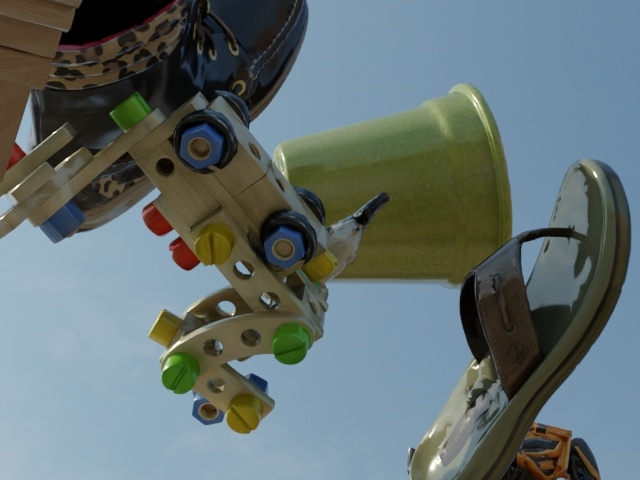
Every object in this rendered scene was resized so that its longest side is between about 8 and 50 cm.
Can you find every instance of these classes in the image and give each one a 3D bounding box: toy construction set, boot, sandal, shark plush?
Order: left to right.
[{"bbox_3d":[-0.131,-0.196,0.874,0.138,0.377,0.284,43,-24,10],"label":"boot"},{"bbox_3d":[-0.115,0.007,0.780,0.215,0.151,0.328,-33,-59,19],"label":"toy construction set"},{"bbox_3d":[0.000,0.000,0.967,0.073,0.067,0.161,40,-95,-23],"label":"shark plush"},{"bbox_3d":[0.143,0.070,0.742,0.086,0.120,0.303,29,-88,-12],"label":"sandal"}]

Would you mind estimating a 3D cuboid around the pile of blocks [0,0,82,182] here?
[{"bbox_3d":[-0.190,-0.162,0.513,0.112,0.149,0.362,11,-25,-26],"label":"pile of blocks"}]

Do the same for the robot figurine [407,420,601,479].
[{"bbox_3d":[0.175,0.290,0.936,0.211,0.291,0.085,12,-34,8],"label":"robot figurine"}]

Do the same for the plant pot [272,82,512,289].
[{"bbox_3d":[0.075,-0.049,1.216,0.253,0.276,0.276,-7,-52,-8],"label":"plant pot"}]
